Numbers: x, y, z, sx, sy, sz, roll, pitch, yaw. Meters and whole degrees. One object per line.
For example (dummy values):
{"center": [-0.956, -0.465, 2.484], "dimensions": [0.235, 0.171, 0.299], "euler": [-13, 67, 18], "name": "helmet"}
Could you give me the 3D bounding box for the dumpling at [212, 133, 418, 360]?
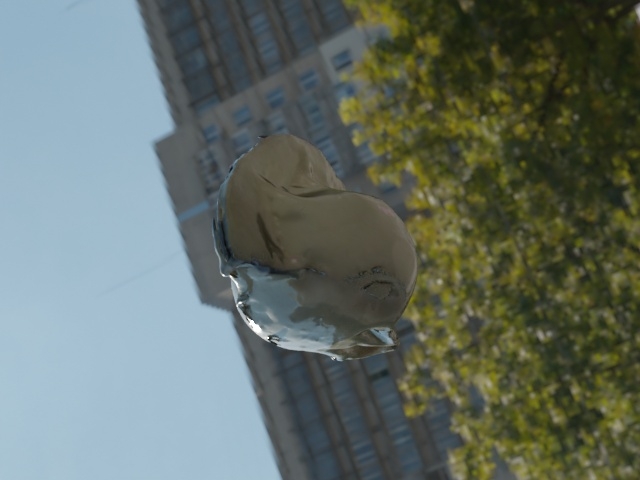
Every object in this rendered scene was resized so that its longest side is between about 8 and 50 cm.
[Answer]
{"center": [0.000, 0.000, 1.023], "dimensions": [0.247, 0.142, 0.172], "euler": [38, -139, -50], "name": "dumpling"}
